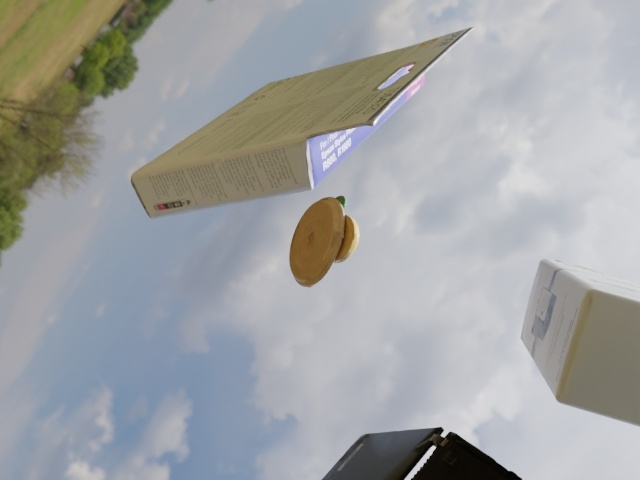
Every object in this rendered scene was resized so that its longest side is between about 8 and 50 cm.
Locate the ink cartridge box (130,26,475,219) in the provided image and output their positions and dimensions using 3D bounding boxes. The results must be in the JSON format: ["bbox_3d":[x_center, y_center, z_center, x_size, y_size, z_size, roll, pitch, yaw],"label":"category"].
[{"bbox_3d":[-0.006,-0.142,0.879,0.330,0.071,0.324,-5,-154,34],"label":"ink cartridge box"}]

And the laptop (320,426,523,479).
[{"bbox_3d":[0.048,0.260,0.498,0.264,0.136,0.234,30,-119,32],"label":"laptop"}]

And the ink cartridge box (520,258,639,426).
[{"bbox_3d":[0.256,0.082,0.590,0.208,0.153,0.086,-29,134,-80],"label":"ink cartridge box"}]

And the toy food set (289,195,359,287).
[{"bbox_3d":[0.000,0.000,0.626,0.083,0.020,0.082,-55,-148,28],"label":"toy food set"}]
